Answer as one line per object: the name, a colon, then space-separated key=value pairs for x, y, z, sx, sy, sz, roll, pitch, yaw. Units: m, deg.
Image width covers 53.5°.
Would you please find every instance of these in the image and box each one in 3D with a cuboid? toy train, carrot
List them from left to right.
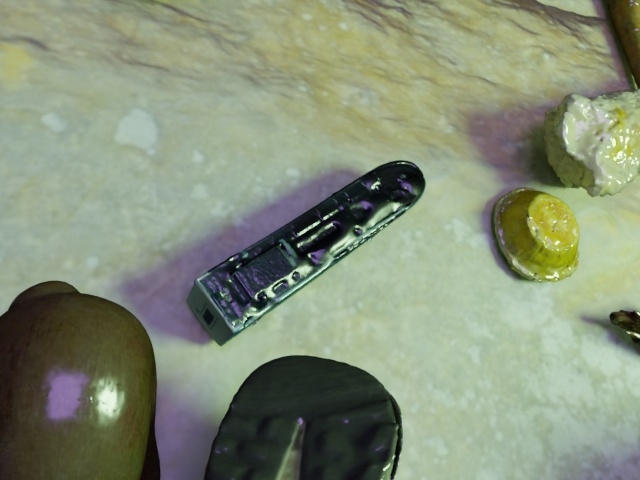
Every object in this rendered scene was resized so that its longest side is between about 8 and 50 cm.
toy train: x=0.000 y=0.000 z=0.527 sx=0.234 sy=0.051 sz=0.052 roll=-34 pitch=84 yaw=-32
carrot: x=0.385 y=-0.274 z=0.789 sx=0.049 sy=0.049 sz=0.254 roll=4 pitch=72 yaw=-19

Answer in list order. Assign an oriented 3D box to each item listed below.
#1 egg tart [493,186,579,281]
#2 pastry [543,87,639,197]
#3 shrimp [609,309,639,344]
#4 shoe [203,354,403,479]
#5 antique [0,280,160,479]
egg tart: x=0.216 y=-0.010 z=0.618 sx=0.105 sy=0.039 sz=0.105 roll=7 pitch=66 yaw=-16
pastry: x=0.335 y=-0.111 z=0.675 sx=0.258 sy=0.089 sz=0.121 roll=-19 pitch=80 yaw=-25
shrimp: x=0.393 y=0.073 z=0.649 sx=0.251 sy=0.052 sz=0.144 roll=11 pitch=53 yaw=-22
shoe: x=-0.030 y=0.238 z=0.347 sx=0.132 sy=0.171 sz=0.336 roll=8 pitch=41 yaw=5
antique: x=-0.147 y=0.153 z=0.359 sx=0.121 sy=0.143 sz=0.257 roll=8 pitch=68 yaw=-19
